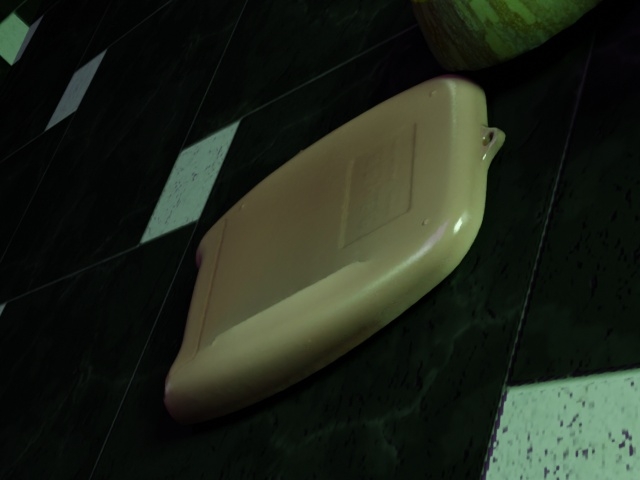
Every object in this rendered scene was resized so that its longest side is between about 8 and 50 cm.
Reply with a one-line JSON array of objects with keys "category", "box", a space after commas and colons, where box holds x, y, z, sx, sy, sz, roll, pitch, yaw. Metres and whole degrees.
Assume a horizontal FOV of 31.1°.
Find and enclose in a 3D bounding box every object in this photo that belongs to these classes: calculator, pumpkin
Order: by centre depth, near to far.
[{"category": "pumpkin", "box": [0.131, -0.220, 0.785, 0.217, 0.110, 0.217, -36, 34, 29]}, {"category": "calculator", "box": [0.000, 0.000, 0.832, 0.330, 0.048, 0.220, -32, 33, 34]}]
